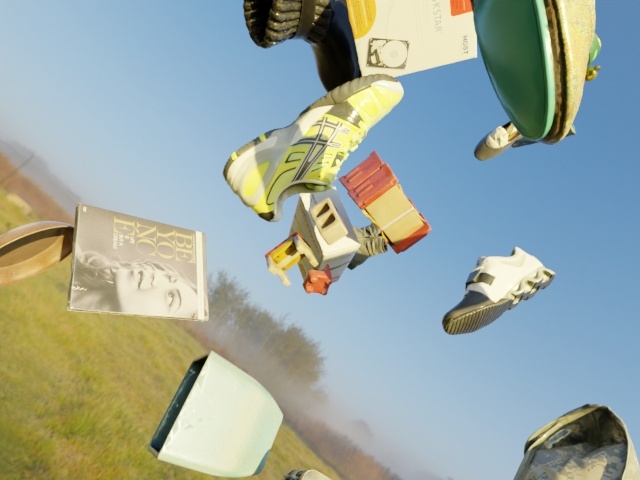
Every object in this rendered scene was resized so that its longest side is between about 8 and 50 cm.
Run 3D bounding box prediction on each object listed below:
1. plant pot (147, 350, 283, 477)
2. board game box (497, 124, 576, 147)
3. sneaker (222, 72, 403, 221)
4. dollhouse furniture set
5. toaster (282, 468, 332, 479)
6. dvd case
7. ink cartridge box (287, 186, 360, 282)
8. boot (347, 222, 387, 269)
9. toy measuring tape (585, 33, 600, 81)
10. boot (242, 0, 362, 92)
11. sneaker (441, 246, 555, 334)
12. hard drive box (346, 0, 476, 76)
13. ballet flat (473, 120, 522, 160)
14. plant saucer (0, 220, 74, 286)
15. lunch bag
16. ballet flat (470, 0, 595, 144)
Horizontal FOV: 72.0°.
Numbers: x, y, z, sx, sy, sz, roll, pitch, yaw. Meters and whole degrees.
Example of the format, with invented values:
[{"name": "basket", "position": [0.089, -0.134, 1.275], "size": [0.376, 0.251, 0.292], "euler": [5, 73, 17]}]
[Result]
[{"name": "plant pot", "position": [-0.245, 0.454, 1.105], "size": [0.252, 0.247, 0.247], "euler": [31, -29, -14]}, {"name": "board game box", "position": [0.652, -0.331, 1.335], "size": [0.126, 0.026, 0.186], "euler": [17, -15, -42]}, {"name": "sneaker", "position": [0.006, -0.178, 0.862], "size": [0.147, 0.384, 0.145], "euler": [56, 1, 6]}, {"name": "dollhouse furniture set", "position": [0.060, -0.019, 1.104], "size": [0.201, 0.374, 0.152], "euler": [48, 11, -36]}, {"name": "toaster", "position": [-0.005, 0.580, 0.952], "size": [0.185, 0.110, 0.168], "euler": [32, -31, -1]}, {"name": "dvd case", "position": [-0.280, 0.042, 0.710], "size": [0.018, 0.165, 0.221], "euler": [-26, -28, 36]}, {"name": "ink cartridge box", "position": [0.000, 0.000, 1.300], "size": [0.273, 0.114, 0.197], "euler": [112, -41, -62]}, {"name": "boot", "position": [0.133, -0.029, 1.469], "size": [0.083, 0.161, 0.247], "euler": [35, 30, -48]}, {"name": "toy measuring tape", "position": [0.679, -0.583, 1.233], "size": [0.330, 0.121, 0.121], "euler": [47, -22, -8]}, {"name": "boot", "position": [-0.026, -0.438, 0.950], "size": [0.131, 0.260, 0.348], "euler": [14, -49, 36]}, {"name": "sneaker", "position": [0.420, 0.122, 1.125], "size": [0.146, 0.330, 0.123], "euler": [54, -22, 33]}, {"name": "hard drive box", "position": [0.178, -0.435, 0.867], "size": [0.231, 0.089, 0.181], "euler": [-11, -48, 13]}, {"name": "ballet flat", "position": [0.506, -0.292, 1.192], "size": [0.074, 0.203, 0.074], "euler": [59, 2, -4]}, {"name": "plant saucer", "position": [-0.552, 0.019, 0.825], "size": [0.036, 0.198, 0.198], "euler": [54, -20, 6]}, {"name": "lunch bag", "position": [0.406, 0.426, 0.660], "size": [0.168, 0.287, 0.236], "euler": [-13, -70, 49]}, {"name": "ballet flat", "position": [0.192, -0.268, 0.424], "size": [0.349, 0.123, 0.123], "euler": [68, -20, 7]}]
